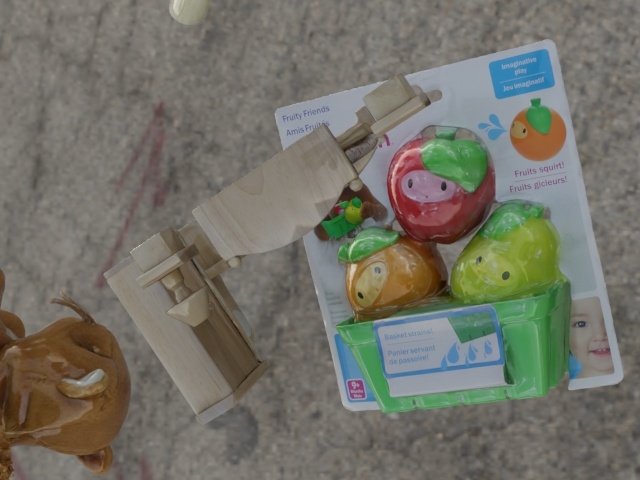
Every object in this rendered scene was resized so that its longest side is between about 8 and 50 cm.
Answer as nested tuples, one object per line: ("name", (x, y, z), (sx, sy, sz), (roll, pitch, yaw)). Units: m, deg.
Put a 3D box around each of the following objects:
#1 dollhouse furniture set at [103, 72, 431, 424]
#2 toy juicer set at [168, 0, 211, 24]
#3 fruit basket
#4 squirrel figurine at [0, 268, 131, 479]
("dollhouse furniture set", (0.000, 0.000, 1.097), (0.355, 0.303, 0.174), (-32, 93, 18))
("toy juicer set", (-0.088, -0.285, 0.887), (0.329, 0.089, 0.209), (-76, 9, -50))
("fruit basket", (0.122, 0.001, 1.208), (0.327, 0.165, 0.353), (-10, 100, 27))
("squirrel figurine", (-0.423, 0.206, 1.352), (0.397, 0.370, 0.281), (-76, 0, -50))
